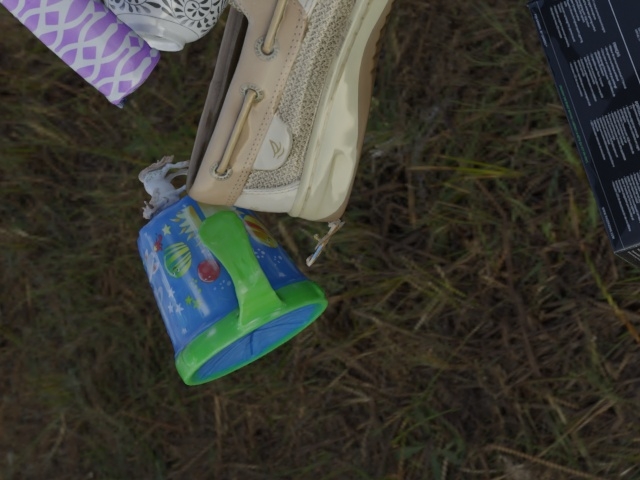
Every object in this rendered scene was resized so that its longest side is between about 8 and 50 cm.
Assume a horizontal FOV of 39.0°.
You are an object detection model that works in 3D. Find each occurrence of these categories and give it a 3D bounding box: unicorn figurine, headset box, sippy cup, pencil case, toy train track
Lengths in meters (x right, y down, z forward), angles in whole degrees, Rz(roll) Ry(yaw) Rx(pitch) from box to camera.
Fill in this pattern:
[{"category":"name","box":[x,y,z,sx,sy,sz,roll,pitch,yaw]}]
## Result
[{"category":"unicorn figurine","box":[-0.232,-0.075,1.377,0.162,0.111,0.060,36,142,56]},{"category":"headset box","box":[0.358,-0.139,0.766,0.283,0.131,0.246,-23,72,25]},{"category":"sippy cup","box":[-0.143,0.053,1.295,0.305,0.240,0.224,-41,74,36]},{"category":"pencil case","box":[-0.269,-0.245,1.000,0.086,0.088,0.206,-29,118,34]},{"category":"toy train track","box":[0.000,0.000,0.966,0.014,0.048,0.083,43,142,9]}]

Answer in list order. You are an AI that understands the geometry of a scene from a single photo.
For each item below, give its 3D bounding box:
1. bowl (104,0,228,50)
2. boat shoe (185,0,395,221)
[{"category":"bowl","box":[-0.198,-0.282,1.109,0.170,0.170,0.080,7,85,40]},{"category":"boat shoe","box":[-0.017,-0.161,0.508,0.121,0.110,0.341,-104,21,-58]}]
